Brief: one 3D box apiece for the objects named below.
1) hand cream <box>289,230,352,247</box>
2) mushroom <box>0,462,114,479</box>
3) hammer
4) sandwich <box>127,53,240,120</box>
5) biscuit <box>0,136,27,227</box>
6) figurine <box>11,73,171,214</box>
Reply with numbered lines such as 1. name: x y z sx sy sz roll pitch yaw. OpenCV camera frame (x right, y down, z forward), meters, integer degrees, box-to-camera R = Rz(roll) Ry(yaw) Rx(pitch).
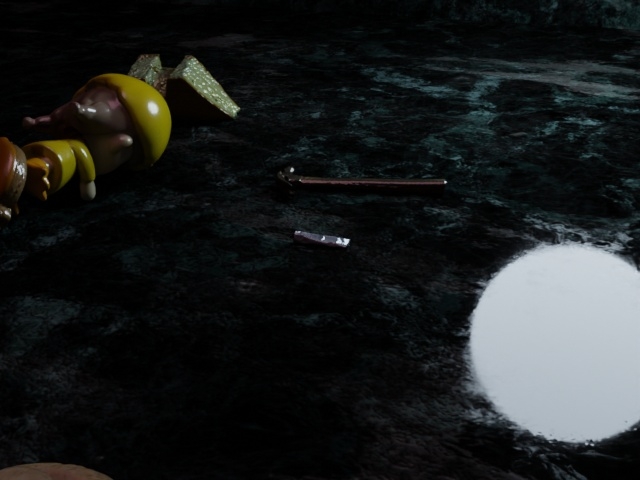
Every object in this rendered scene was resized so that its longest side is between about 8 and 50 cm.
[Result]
1. hand cream: 0.000 0.000 1.294 0.093 0.019 0.030 9 24 5
2. mushroom: -0.218 0.234 0.654 0.166 0.127 0.166 6 25 -3
3. hammer: 0.069 -0.100 1.494 0.297 0.027 0.125 3 24 7
4. sandwich: -0.298 -0.323 1.871 0.235 0.128 0.122 3 33 9
5. biscuit: -0.515 -0.075 1.307 0.170 0.170 0.050 27 -4 45
6. figurine: -0.401 -0.162 1.476 0.215 0.187 0.344 -1 28 30
